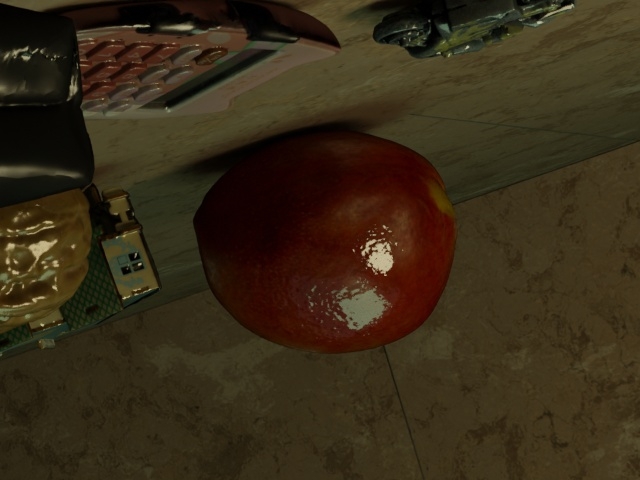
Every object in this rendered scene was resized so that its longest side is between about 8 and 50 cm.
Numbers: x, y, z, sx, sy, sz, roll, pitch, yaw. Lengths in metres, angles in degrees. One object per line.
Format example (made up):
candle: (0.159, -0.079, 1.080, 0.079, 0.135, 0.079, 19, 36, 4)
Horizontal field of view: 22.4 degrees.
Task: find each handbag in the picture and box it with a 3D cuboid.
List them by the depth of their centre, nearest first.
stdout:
handbag: (-0.338, -0.077, 1.001, 0.288, 0.152, 0.342, -7, 178, 35)

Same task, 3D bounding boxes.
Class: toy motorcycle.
toy motorcycle: (0.144, -0.207, 1.501, 0.193, 0.061, 0.124, -15, 174, 3)

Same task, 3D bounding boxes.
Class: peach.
peach: (0.000, 0.000, 2.042, 0.332, 0.308, 0.308, 3, 169, -16)

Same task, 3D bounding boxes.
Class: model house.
model house: (-0.338, 0.042, 1.903, 0.206, 0.178, 0.271, -20, 180, -30)

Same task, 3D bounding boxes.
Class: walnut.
walnut: (-0.326, -0.001, 1.536, 0.213, 0.213, 0.213, -16, 174, -2)

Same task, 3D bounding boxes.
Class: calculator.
calculator: (-0.151, -0.147, 1.328, 0.220, 0.048, 0.329, -20, 171, 42)
